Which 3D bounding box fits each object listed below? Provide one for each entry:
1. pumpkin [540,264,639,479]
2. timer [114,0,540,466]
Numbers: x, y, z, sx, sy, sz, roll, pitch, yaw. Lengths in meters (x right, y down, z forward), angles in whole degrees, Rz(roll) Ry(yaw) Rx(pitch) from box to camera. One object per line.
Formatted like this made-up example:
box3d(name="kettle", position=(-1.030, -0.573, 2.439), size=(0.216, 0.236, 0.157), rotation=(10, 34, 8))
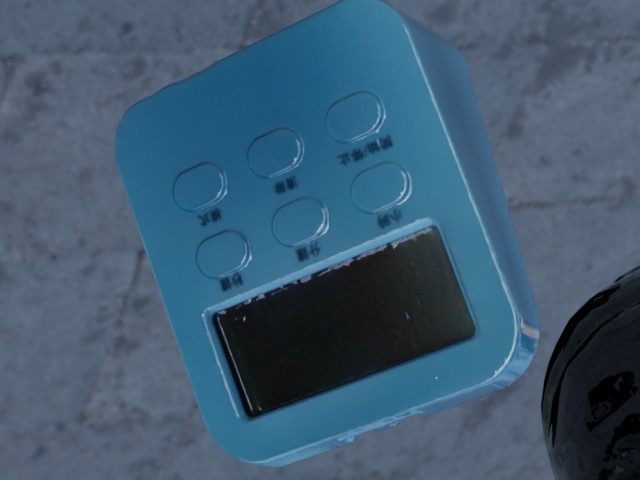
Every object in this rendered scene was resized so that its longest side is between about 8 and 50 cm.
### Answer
box3d(name="pumpkin", position=(0.191, 0.105, 0.666), size=(0.162, 0.220, 0.220), rotation=(-36, 148, 20))
box3d(name="timer", position=(0.000, 0.000, 0.977), size=(0.232, 0.250, 0.091), rotation=(-24, 161, 23))
